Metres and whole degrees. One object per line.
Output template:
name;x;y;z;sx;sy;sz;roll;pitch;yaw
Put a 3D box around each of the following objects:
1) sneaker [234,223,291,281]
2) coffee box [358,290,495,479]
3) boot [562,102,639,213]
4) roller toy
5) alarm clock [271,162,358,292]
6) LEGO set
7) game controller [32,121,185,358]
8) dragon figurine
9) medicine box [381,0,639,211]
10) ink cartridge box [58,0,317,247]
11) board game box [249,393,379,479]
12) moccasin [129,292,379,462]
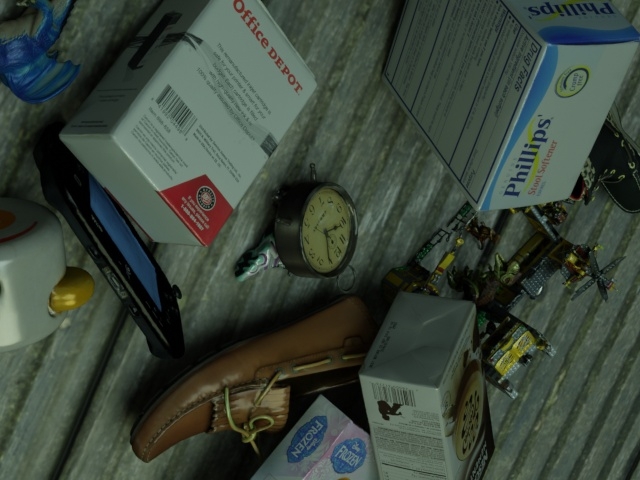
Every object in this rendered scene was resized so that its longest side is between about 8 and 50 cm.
sneaker;-0.066;0.032;1.985;0.098;0.038;0.069;-47;124;-5
coffee box;0.152;0.238;2.020;0.168;0.119;0.297;-61;150;-41
boot;0.400;-0.096;2.127;0.236;0.085;0.178;59;42;-27
roller toy;-0.391;0.044;1.709;0.209;0.191;0.146;-21;120;-37
alarm clock;0.000;0.000;1.975;0.192;0.064;0.129;57;50;-34
LEGO set;0.272;0.063;2.099;0.331;0.192;0.255;-40;124;-11
game controller;-0.251;0.005;1.790;0.067;0.166;0.319;-31;123;-1
dragon figurine;-0.336;-0.216;1.698;0.289;0.085;0.144;-31;122;-15
medicine box;0.229;-0.230;1.851;0.149;0.289;0.263;-8;137;-27
ink cartridge box;-0.152;-0.158;1.760;0.197;0.114;0.273;52;60;-34
board game box;-0.029;0.392;2.056;0.318;0.066;0.318;-51;153;-3
moccasin;-0.078;0.208;1.978;0.380;0.147;0.139;-22;161;-27
